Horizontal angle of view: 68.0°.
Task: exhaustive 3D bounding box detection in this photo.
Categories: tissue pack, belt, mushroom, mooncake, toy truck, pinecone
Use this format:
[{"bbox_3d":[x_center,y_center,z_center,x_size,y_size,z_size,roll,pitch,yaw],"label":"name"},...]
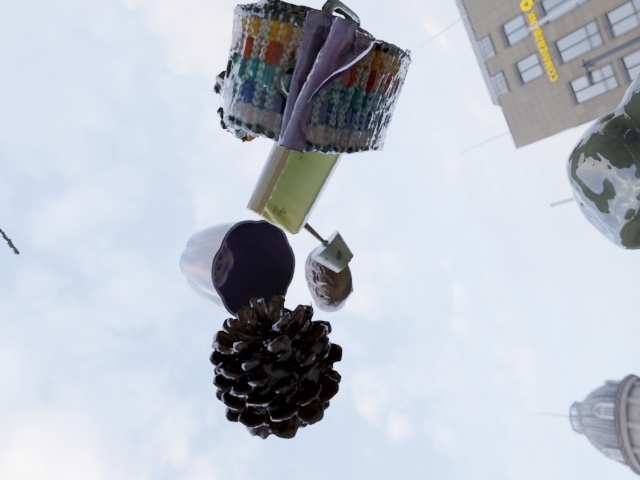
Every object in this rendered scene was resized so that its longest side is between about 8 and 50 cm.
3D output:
[{"bbox_3d":[-0.032,-0.151,0.905,0.125,0.234,0.159,29,-154,-3],"label":"tissue pack"},{"bbox_3d":[-0.005,-0.207,0.580,0.295,0.207,0.160,-26,-46,-63],"label":"belt"},{"bbox_3d":[0.027,0.134,1.674,0.154,0.253,0.252,-11,-95,-18],"label":"mushroom"},{"bbox_3d":[0.405,-0.105,0.513,0.275,0.275,0.135,1,-129,-35],"label":"mooncake"},{"bbox_3d":[-0.279,-0.462,1.639,0.114,0.270,0.135,36,-119,21],"label":"toy truck"},{"bbox_3d":[-0.101,0.264,1.037,0.299,0.242,0.295,-20,-81,-2],"label":"pinecone"}]

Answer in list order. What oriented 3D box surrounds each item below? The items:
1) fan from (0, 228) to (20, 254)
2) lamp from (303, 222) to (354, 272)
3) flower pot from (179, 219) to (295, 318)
[{"bbox_3d":[-0.813,-0.097,1.108,0.329,0.009,0.190,55,-157,-10],"label":"fan"},{"bbox_3d":[0.000,0.000,1.462,0.215,0.121,0.121,42,-122,-8],"label":"lamp"},{"bbox_3d":[-0.242,0.060,1.280,0.265,0.243,0.264,-9,-78,-45],"label":"flower pot"}]
